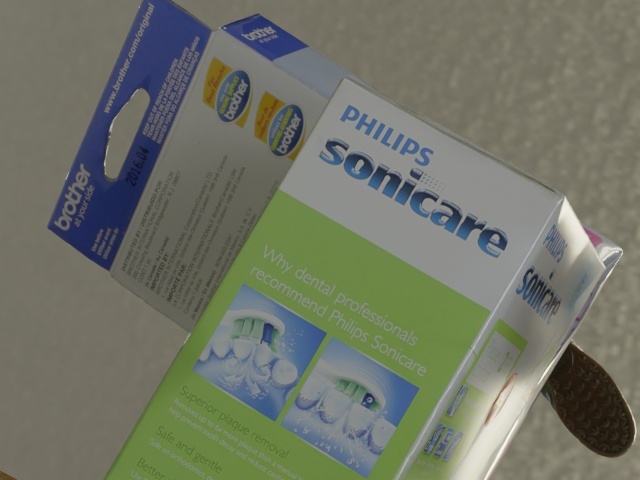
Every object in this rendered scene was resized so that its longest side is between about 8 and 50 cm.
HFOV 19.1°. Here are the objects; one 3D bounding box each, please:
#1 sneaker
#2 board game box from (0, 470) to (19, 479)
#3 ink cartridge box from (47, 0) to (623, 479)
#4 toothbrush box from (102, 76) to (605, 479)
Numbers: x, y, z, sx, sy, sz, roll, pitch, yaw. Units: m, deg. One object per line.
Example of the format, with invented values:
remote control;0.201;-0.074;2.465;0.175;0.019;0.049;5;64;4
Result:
sneaker;0.237;0.126;1.846;0.064;0.086;0.192;-43;-99;7
board game box;-0.218;0.224;0.985;0.193;0.045;0.147;-65;-174;-33
ink cartridge box;0.000;0.000;1.115;0.311;0.065;0.186;33;-61;13
toothbrush box;0.009;0.090;0.910;0.122;0.206;0.283;29;-93;16
